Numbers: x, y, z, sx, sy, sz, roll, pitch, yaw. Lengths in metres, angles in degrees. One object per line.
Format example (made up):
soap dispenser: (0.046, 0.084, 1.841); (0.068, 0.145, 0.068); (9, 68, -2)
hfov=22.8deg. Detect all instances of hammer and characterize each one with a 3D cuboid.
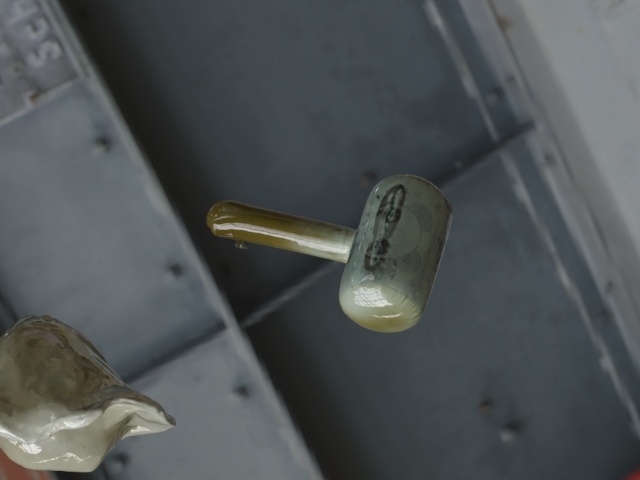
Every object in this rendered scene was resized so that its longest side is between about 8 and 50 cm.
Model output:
hammer: (0.000, 0.000, 1.969); (0.113, 0.305, 0.202); (78, -154, -52)

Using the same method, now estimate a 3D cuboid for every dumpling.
dumpling: (-0.292, 0.185, 1.926); (0.318, 0.242, 0.187); (47, -135, -81)
